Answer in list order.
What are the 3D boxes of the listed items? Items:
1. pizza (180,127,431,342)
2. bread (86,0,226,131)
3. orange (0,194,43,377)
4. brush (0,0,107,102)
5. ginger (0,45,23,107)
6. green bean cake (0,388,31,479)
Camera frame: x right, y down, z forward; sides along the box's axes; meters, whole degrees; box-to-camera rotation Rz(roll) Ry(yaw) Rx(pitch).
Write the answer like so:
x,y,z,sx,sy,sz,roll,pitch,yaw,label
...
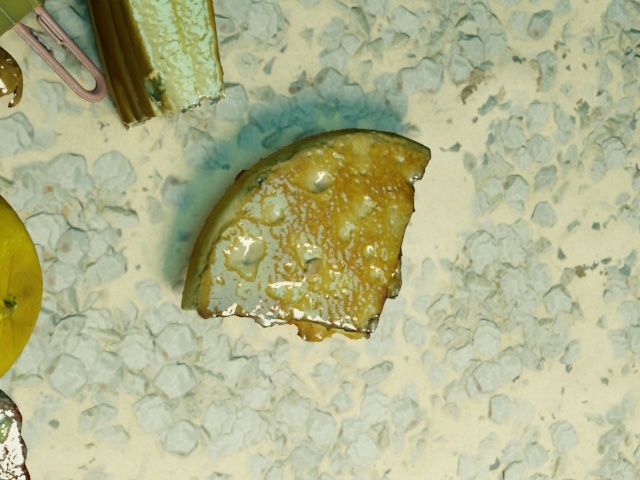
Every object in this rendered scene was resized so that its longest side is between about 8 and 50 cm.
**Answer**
x,y,z,sx,sy,sz,roll,pitch,yaw,label
0.000,0.000,1.469,0.409,0.114,0.278,-40,106,-17,pizza
-0.201,-0.260,1.305,0.111,0.239,0.246,-16,100,-19,bread
-0.431,0.050,1.190,0.235,0.279,0.279,17,83,19,orange
-0.343,-0.256,1.319,0.233,0.047,0.103,50,34,-19,brush
-0.490,-0.158,1.248,0.309,0.107,0.133,-31,101,-24,ginger
-0.437,0.287,1.275,0.198,0.097,0.233,-16,108,-26,green bean cake
